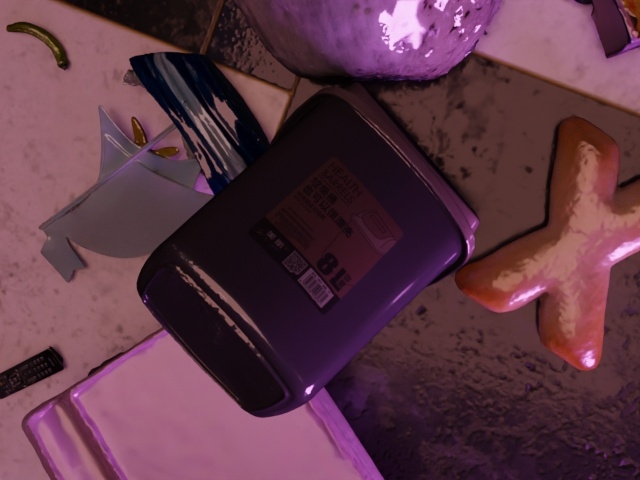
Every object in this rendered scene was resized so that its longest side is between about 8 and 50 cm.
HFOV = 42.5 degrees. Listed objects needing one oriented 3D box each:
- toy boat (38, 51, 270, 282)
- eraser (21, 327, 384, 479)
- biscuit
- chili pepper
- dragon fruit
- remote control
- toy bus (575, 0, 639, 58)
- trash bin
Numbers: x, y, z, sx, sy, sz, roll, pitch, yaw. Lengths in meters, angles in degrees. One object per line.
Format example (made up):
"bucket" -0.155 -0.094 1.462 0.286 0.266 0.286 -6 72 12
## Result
"toy boat" -0.195 -0.055 0.866 0.291 0.067 0.220 -35 90 14
"eraser" -0.090 0.253 0.831 0.272 0.122 0.359 -32 90 4
"biscuit" 0.250 0.004 0.797 0.164 0.047 0.207 33 101 6
"chili pepper" -0.304 -0.215 0.889 0.083 0.017 0.030 41 103 3
"dragon fruit" 0.040 -0.255 0.730 0.283 0.204 0.221 -4 96 11
"remote control" -0.333 0.150 0.933 0.091 0.016 0.034 -26 107 12
"toy bus" 0.262 -0.311 0.742 0.112 0.090 0.273 -20 92 5
"trash bin" 0.000 0.000 0.740 0.209 0.182 0.290 49 59 -4
